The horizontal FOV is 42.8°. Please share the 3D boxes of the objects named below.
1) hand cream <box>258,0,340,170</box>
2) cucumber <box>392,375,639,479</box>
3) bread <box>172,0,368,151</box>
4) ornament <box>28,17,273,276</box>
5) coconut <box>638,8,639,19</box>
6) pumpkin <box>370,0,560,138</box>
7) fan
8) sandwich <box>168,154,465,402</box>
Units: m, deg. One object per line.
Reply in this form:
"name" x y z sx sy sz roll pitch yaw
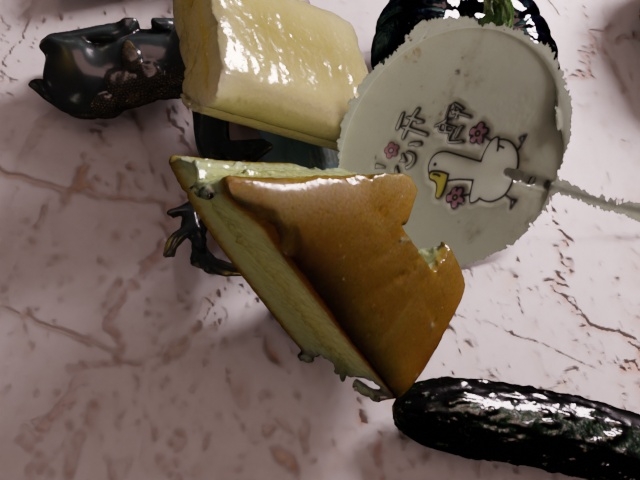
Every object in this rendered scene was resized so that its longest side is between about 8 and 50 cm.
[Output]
"hand cream" -0.025 -0.135 0.769 0.111 0.070 0.312 -10 72 -22
"cucumber" 0.206 0.165 0.688 0.303 0.072 0.081 18 63 -7
"bread" -0.035 -0.148 0.679 0.178 0.060 0.139 10 60 -43
"ornament" -0.137 -0.076 0.696 0.202 0.080 0.236 -10 73 -9
"coconut" 0.462 -0.300 0.903 0.204 0.236 0.236 51 61 -12
"pumpkin" 0.142 -0.173 0.795 0.194 0.150 0.194 -2 93 -39
"fan" 0.196 -0.058 0.763 0.414 0.233 0.012 16 17 -27
"sandwich" 0.000 0.000 0.617 0.128 0.122 0.236 -56 133 -26
